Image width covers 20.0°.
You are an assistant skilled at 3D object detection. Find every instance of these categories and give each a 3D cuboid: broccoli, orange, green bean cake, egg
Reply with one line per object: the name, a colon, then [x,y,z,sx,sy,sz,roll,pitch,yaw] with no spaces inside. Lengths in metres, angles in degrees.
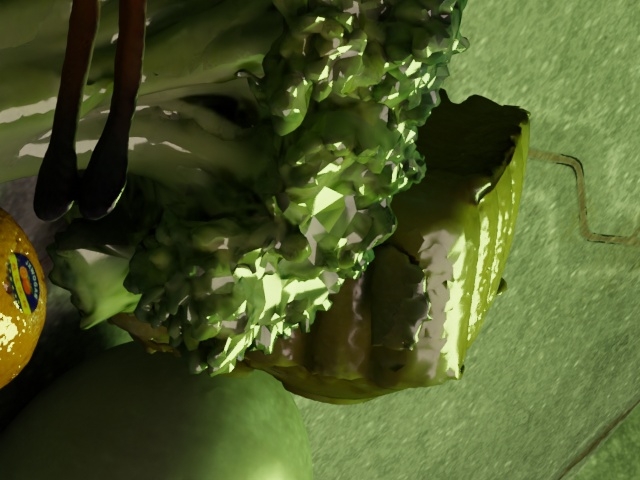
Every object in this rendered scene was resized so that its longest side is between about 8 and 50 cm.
broccoli: [-0.063,-0.109,1.036,0.317,0.277,0.338,-39,151,-5]
orange: [-0.237,0.039,1.162,0.117,0.136,0.135,-19,163,22]
green bean cake: [0.000,0.000,1.359,0.310,0.285,0.202,-46,143,-63]
egg: [-0.152,0.231,1.415,0.352,0.258,0.258,-50,155,18]

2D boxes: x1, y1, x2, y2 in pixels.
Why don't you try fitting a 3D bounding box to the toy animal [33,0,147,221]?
toy animal: [-0.121,-0.213,0.830,0.284,0.225,0.302,53,49,-40]
